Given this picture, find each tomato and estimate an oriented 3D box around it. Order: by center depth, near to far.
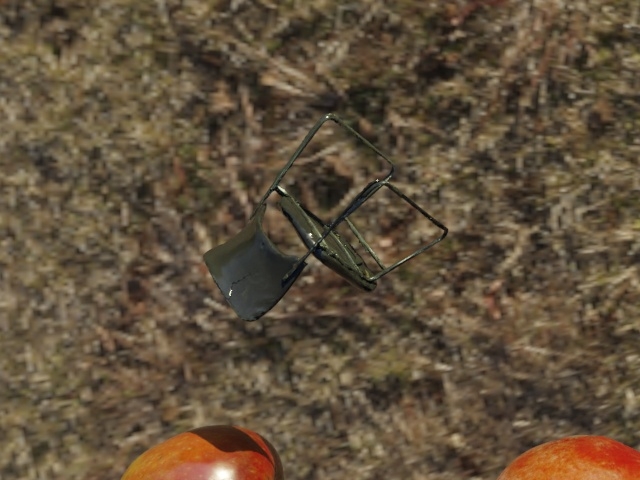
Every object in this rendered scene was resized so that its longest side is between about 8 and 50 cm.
[{"bbox_3d":[0.312,0.349,1.794,0.265,0.265,0.265,2,93,36],"label":"tomato"}]

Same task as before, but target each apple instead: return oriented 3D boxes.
[{"bbox_3d":[-0.142,0.327,1.800,0.230,0.230,0.230,2,93,36],"label":"apple"}]

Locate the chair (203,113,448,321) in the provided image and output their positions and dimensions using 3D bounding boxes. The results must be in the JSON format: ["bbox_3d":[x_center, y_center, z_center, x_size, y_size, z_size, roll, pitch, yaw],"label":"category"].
[{"bbox_3d":[0.000,0.000,1.709,0.221,0.145,0.140,-45,45,9],"label":"chair"}]
